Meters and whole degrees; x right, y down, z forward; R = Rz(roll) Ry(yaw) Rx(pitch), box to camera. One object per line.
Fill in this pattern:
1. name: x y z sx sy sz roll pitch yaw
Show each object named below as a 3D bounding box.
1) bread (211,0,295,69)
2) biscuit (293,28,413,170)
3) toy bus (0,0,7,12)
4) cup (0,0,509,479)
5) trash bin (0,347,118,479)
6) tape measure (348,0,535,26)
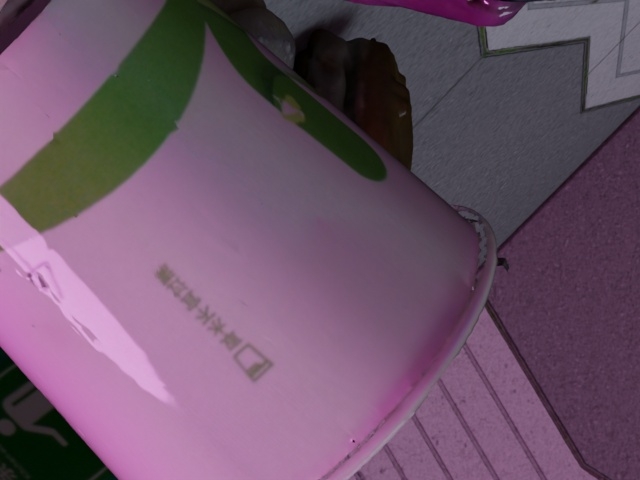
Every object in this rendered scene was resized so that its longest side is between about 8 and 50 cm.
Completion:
1. bread: -0.097 -0.077 1.218 0.183 0.102 0.337 -44 166 -11
2. biscuit: -0.001 0.020 1.527 0.115 0.268 0.366 4 149 -6
3. toy bus: -0.269 -0.073 0.711 0.342 0.097 0.138 -32 170 -46
4. cup: -0.085 -0.009 0.960 0.253 0.274 0.253 -40 -162 16
5. trash bin: -0.223 0.207 1.406 0.381 0.259 0.295 -38 166 -35
6. tape measure: 0.053 -0.218 0.877 0.231 0.245 0.149 -55 173 -27
